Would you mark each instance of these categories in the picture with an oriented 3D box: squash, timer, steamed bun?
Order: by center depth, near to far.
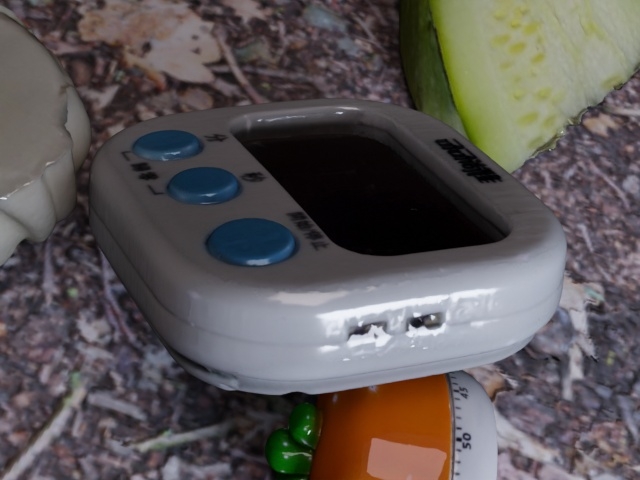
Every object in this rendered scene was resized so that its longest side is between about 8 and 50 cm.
[{"bbox_3d":[0.031,0.120,0.973,0.136,0.099,0.136,15,34,-11],"label":"timer"},{"bbox_3d":[0.000,0.000,1.011,0.237,0.087,0.262,-6,28,-23],"label":"timer"},{"bbox_3d":[-0.227,-0.056,1.024,0.183,0.106,0.182,7,56,-10],"label":"steamed bun"},{"bbox_3d":[0.132,-0.193,1.209,0.204,0.155,0.237,39,52,16],"label":"squash"}]
